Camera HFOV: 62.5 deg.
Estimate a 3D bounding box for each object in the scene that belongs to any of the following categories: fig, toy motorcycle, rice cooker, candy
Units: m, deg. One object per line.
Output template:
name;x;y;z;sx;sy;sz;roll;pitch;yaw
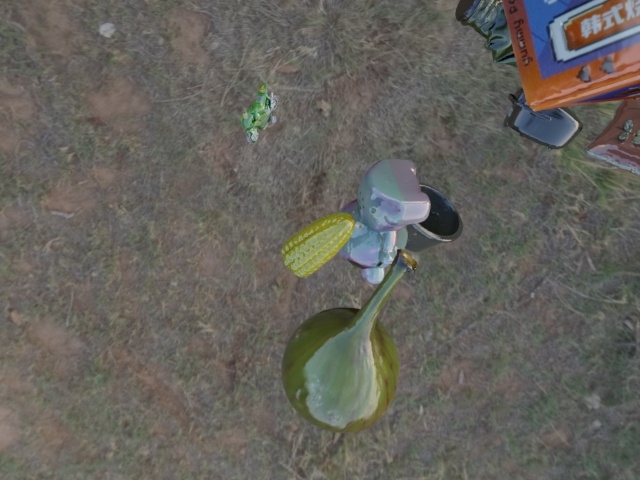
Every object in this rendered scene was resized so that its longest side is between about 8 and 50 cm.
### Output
fig;0.048;0.124;0.593;0.151;0.151;0.259;22;142;-8
toy motorcycle;-0.204;-0.411;1.717;0.074;0.106;0.190;16;72;33
rice cooker;0.572;-0.317;1.366;0.203;0.142;0.118;28;117;1
candy;0.000;0.000;1.175;0.094;0.106;0.199;44;126;-10

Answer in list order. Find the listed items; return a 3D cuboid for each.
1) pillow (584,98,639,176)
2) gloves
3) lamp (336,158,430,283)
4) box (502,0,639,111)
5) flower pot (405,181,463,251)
pillow;0.625;-0.194;1.009;0.179;0.171;0.075;-45;152;-19
gloves;0.375;-0.378;0.963;0.268;0.107;0.135;27;110;-6
lamp;0.125;-0.049;1.350;0.248;0.247;0.301;-5;146;-21
box;0.318;-0.289;0.340;0.257;0.349;0.318;-13;94;-34
flower pot;0.369;-0.063;1.932;0.269;0.269;0.166;26;134;-9
